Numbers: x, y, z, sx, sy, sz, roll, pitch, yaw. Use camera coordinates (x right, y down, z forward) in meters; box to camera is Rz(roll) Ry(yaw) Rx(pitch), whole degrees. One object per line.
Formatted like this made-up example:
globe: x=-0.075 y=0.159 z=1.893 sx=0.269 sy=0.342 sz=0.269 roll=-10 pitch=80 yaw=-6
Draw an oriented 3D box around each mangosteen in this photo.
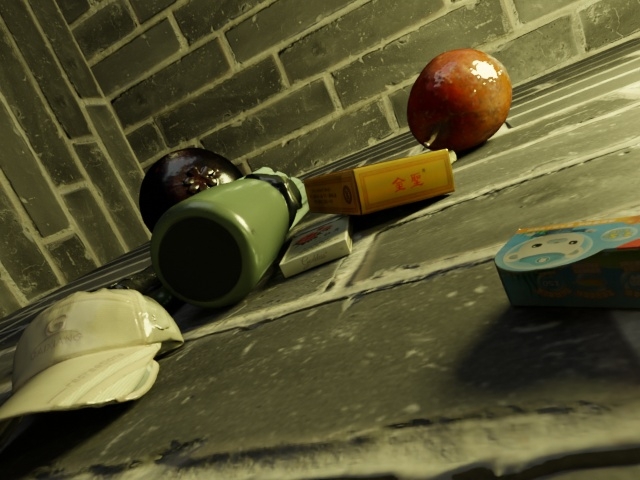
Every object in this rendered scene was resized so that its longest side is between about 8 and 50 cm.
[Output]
mangosteen: x=-0.324 y=-0.094 z=1.200 sx=0.297 sy=0.297 sz=0.313 roll=-24 pitch=-26 yaw=0

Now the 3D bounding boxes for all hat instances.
hat: x=-0.293 y=0.128 z=0.490 sx=0.219 sy=0.164 sz=0.226 roll=-25 pitch=-9 yaw=1

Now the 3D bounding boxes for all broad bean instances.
broad bean: x=-0.266 y=0.100 z=0.770 sx=0.061 sy=0.046 sz=0.195 roll=-14 pitch=17 yaw=28

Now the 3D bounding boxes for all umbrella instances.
umbrella: x=-0.399 y=0.086 z=1.047 sx=0.066 sy=0.059 sz=0.236 roll=-3 pitch=16 yaw=24

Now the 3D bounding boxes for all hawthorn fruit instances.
hawthorn fruit: x=0.304 y=-0.317 z=1.041 sx=0.263 sy=0.231 sz=0.235 roll=-22 pitch=-13 yaw=-1

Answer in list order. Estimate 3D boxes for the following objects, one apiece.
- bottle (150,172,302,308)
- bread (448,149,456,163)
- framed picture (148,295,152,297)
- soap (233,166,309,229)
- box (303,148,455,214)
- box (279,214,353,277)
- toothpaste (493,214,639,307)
bottle: x=-0.133 y=-0.028 z=0.763 sx=0.168 sy=0.168 sz=0.347 roll=-20 pitch=14 yaw=18
bread: x=0.230 y=-0.165 z=1.006 sx=0.154 sy=0.028 sz=0.068 roll=-12 pitch=16 yaw=47
framed picture: x=-0.409 y=0.162 z=0.842 sx=0.260 sy=0.023 sz=0.189 roll=-17 pitch=11 yaw=32
soap: x=-0.122 y=-0.094 z=1.066 sx=0.160 sy=0.087 sz=0.265 roll=22 pitch=22 yaw=5
box: x=0.090 y=-0.102 z=0.813 sx=0.174 sy=0.076 sz=0.274 roll=-16 pitch=9 yaw=-16
box: x=-0.001 y=0.000 z=0.731 sx=0.109 sy=0.029 sz=0.198 roll=-21 pitch=13 yaw=10
toothpaste: x=0.199 y=0.016 z=0.250 sx=0.070 sy=0.044 sz=0.193 roll=-35 pitch=16 yaw=-36
